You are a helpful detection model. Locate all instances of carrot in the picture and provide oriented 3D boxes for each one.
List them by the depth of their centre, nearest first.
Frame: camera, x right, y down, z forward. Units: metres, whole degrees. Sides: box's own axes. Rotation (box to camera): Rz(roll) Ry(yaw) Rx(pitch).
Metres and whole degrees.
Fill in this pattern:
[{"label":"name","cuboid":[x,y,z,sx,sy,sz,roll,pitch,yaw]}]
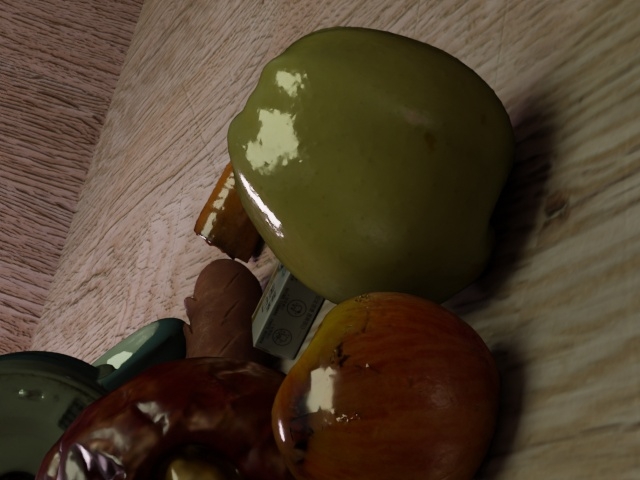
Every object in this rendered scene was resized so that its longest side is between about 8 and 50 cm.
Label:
[{"label":"carrot","cuboid":[-0.067,-0.081,1.777,0.205,0.072,0.072,-67,14,2]}]

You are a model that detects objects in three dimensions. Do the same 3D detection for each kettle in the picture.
[{"label":"kettle","cuboid":[-0.247,0.196,1.655,0.319,0.247,0.342,-39,5,1]}]

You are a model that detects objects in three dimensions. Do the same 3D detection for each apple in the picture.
[{"label":"apple","cuboid":[0.036,0.099,1.022,0.146,0.146,0.146,-160,90,-76]},{"label":"apple","cuboid":[0.038,-0.049,1.122,0.200,0.200,0.200,-160,90,-76]}]

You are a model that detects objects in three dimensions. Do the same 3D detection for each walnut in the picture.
[{"label":"walnut","cuboid":[-0.079,0.206,1.206,0.221,0.244,0.269,-33,-1,-14]}]

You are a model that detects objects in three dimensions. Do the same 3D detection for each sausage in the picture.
[{"label":"sausage","cuboid":[-0.085,0.127,1.535,0.433,0.087,0.088,-98,31,-61]}]

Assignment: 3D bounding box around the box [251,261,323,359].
[{"label":"box","cuboid":[0.000,0.000,1.468,0.055,0.039,0.218,-95,28,-62]}]
